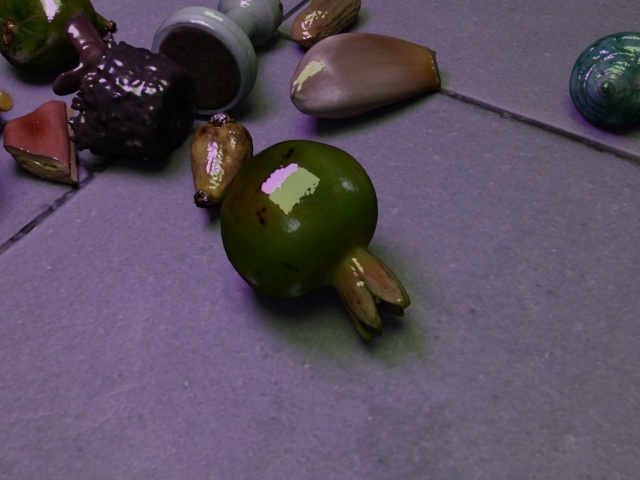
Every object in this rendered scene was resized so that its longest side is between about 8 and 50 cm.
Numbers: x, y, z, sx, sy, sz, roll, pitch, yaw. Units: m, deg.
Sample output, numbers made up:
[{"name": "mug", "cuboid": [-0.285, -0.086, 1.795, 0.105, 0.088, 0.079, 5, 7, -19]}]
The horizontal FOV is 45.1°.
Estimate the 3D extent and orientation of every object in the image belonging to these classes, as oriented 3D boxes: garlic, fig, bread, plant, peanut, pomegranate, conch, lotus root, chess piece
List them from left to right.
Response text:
[{"name": "bread", "cuboid": [-0.486, -0.169, 1.341, 0.119, 0.067, 0.192, -5, 48, -12]}, {"name": "fig", "cuboid": [-0.525, -0.433, 1.552, 0.203, 0.203, 0.235, 23, 14, 23]}, {"name": "plant", "cuboid": [-0.340, -0.242, 1.318, 0.234, 0.204, 0.178, 18, 41, 6]}, {"name": "lotus root", "cuboid": [-0.168, -0.117, 1.261, 0.108, 0.094, 0.190, -12, 53, 22]}, {"name": "chess piece", "cuboid": [-0.173, -0.387, 1.455, 0.195, 0.194, 0.299, 11, 41, 14]}, {"name": "pomegranate", "cuboid": [0.000, 0.000, 1.064, 0.236, 0.236, 0.302, -36, 67, -26]}, {"name": "peanut", "cuboid": [0.009, -0.455, 1.556, 0.093, 0.083, 0.194, 37, 57, 15]}, {"name": "garlic", "cuboid": [0.076, -0.299, 1.392, 0.318, 0.112, 0.143, -16, 71, -19]}, {"name": "conch", "cuboid": [0.527, -0.271, 1.316, 0.196, 0.134, 0.202, 34, 57, 31]}]

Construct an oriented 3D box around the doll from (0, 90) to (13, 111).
[{"name": "doll", "cuboid": [-0.686, -0.251, 1.413, 0.241, 0.098, 0.135, 15, 56, 14]}]
